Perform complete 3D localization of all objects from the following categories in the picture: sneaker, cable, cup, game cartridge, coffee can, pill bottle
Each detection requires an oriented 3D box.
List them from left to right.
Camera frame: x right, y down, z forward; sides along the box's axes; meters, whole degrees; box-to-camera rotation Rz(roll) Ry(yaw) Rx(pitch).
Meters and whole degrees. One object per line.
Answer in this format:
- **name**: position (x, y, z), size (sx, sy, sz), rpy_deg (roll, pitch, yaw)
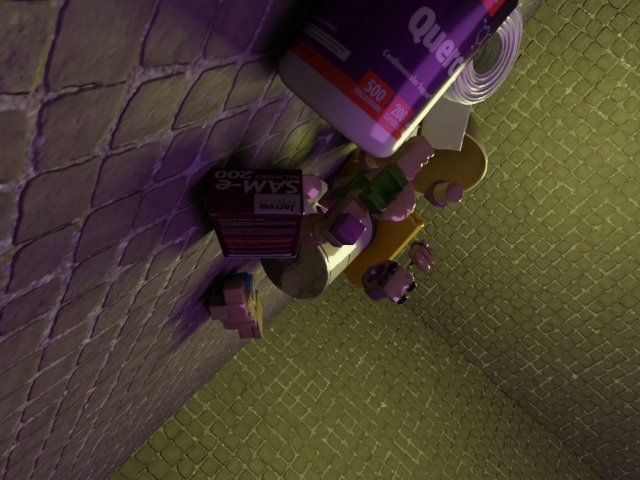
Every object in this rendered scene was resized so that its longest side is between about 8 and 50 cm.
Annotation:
- **sneaker**: position (-0.012, -0.088, 1.257), size (0.080, 0.094, 0.212), rpy_deg (-53, 173, 22)
- **coffee can**: position (0.000, 0.000, 1.377), size (0.275, 0.201, 0.201), rpy_deg (-41, 170, -49)
- **game cartridge**: position (0.117, -0.051, 1.513), size (0.053, 0.285, 0.323), rpy_deg (-20, 156, -40)
- **pill bottle**: position (0.109, -0.269, 0.611), size (0.323, 0.181, 0.181), rpy_deg (-50, 173, 13)
- **cup**: position (0.397, -0.343, 1.766), size (0.331, 0.331, 0.237), rpy_deg (122, -13, -56)
- **cable**: position (0.365, -0.450, 1.225), size (0.257, 0.089, 0.257), rpy_deg (-3, 121, -40)

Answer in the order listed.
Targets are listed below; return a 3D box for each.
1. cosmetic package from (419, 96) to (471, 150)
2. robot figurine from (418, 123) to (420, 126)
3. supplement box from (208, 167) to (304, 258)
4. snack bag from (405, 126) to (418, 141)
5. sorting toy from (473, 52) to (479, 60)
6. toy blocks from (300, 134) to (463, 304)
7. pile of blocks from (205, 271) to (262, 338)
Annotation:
- **cosmetic package**: position (0.355, -0.378, 1.463), size (0.238, 0.127, 0.107), rpy_deg (93, 9, -49)
- **robot figurine**: position (0.173, -0.253, 1.574), size (0.211, 0.085, 0.291), rpy_deg (-41, 170, -44)
- **supplement box**: position (-0.097, -0.034, 0.817), size (0.239, 0.130, 0.073), rpy_deg (111, -23, -73)
- **snack bag**: position (0.207, -0.263, 1.286), size (0.342, 0.037, 0.323), rpy_deg (-36, 135, -64)
- **sorting toy**: position (0.489, -0.556, 1.998), size (0.365, 0.127, 0.126), rpy_deg (-53, -158, 16)
- **toy blocks**: position (0.074, -0.084, 1.038), size (0.288, 0.309, 0.260), rpy_deg (-49, -160, -17)
- **pile of blocks**: position (-0.227, 0.156, 1.338), size (0.112, 0.149, 0.362), rpy_deg (-6, 159, -1)
